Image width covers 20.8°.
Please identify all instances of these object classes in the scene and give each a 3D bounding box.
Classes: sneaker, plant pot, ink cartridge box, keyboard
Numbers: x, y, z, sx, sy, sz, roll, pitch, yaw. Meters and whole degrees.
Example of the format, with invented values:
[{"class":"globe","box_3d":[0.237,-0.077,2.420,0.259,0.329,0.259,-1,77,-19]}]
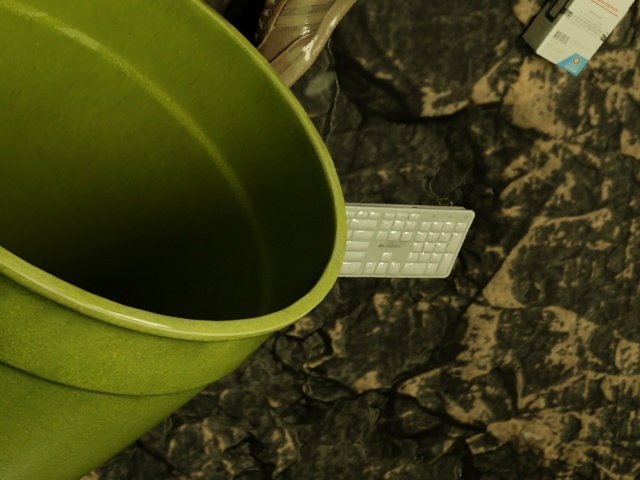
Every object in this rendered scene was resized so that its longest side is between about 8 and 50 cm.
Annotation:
[{"class":"sneaker","box_3d":[-0.016,-0.178,1.229,0.071,0.066,0.188,37,100,-21]},{"class":"plant pot","box_3d":[-0.231,0.028,1.119,0.366,0.366,0.353,18,127,-33]},{"class":"ink cartridge box","box_3d":[0.201,-0.174,1.335,0.048,0.028,0.083,24,113,-35]},{"class":"keyboard","box_3d":[0.000,0.000,1.388,0.256,0.014,0.072,2,124,-24]}]
